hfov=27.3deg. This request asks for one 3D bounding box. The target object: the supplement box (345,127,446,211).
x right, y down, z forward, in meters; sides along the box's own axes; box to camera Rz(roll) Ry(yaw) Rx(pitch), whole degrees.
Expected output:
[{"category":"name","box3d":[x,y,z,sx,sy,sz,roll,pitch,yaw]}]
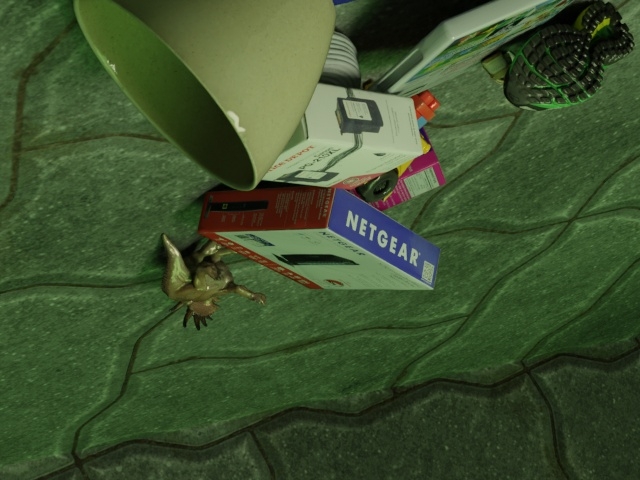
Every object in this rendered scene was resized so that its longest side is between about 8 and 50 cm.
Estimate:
[{"category":"supplement box","box3d":[0.104,-0.125,2.410,0.220,0.111,0.114,-24,158,3]}]

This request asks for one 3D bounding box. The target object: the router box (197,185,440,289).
[{"category":"router box","box3d":[0.000,0.000,2.381,0.301,0.082,0.335,-1,160,40]}]

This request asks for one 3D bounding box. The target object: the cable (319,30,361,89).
[{"category":"cable","box3d":[-0.056,-0.235,2.047,0.257,0.089,0.257,-10,155,-26]}]

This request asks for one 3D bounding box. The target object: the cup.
[{"category":"cup","box3d":[-0.118,-0.263,1.700,0.237,0.331,0.331,-44,162,-15]}]

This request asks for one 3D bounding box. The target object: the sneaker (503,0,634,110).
[{"category":"sneaker","box3d":[0.397,-0.280,2.194,0.146,0.134,0.343,-37,176,42]}]

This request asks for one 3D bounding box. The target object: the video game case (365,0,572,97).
[{"category":"video game case","box3d":[0.242,-0.312,2.031,0.329,0.036,0.300,-26,175,-29]}]

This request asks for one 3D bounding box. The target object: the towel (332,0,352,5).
[{"category":"towel","box3d":[0.086,-0.429,1.772,0.308,0.076,0.228,-19,150,-6]}]

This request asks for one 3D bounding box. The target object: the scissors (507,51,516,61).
[{"category":"scissors","box3d":[0.367,-0.294,2.383,0.109,0.021,0.297,-35,156,33]}]

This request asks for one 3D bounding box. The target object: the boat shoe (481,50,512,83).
[{"category":"boat shoe","box3d":[0.298,-0.282,2.187,0.050,0.045,0.135,-30,176,18]}]

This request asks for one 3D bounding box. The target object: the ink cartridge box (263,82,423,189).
[{"category":"ink cartridge box","box3d":[0.007,-0.155,1.981,0.237,0.100,0.172,4,160,-41]}]

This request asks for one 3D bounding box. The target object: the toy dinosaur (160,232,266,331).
[{"category":"toy dinosaur","box3d":[-0.245,0.085,2.570,0.200,0.127,0.295,-24,153,24]}]

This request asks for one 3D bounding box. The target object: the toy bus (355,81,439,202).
[{"category":"toy bus","box3d":[0.094,-0.192,2.232,0.211,0.149,0.220,-42,151,12]}]
